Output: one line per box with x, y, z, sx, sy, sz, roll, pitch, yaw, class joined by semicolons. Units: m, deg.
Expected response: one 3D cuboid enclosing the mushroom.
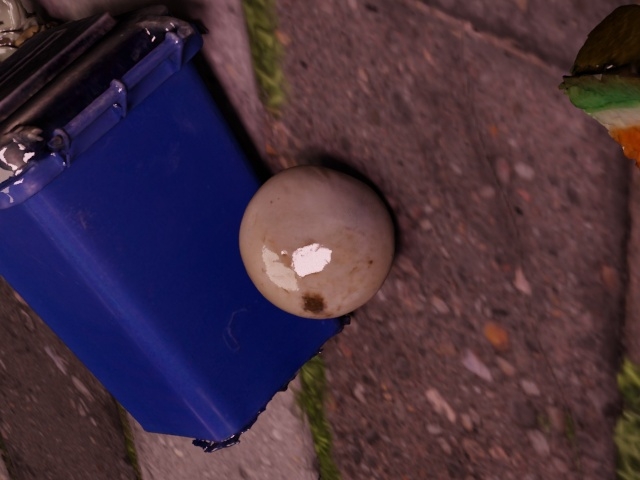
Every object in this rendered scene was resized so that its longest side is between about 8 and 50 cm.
0.000;0.000;0.947;0.085;0.085;0.079;49;-173;5;mushroom

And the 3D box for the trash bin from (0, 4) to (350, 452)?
-0.101;-0.005;0.996;0.184;0.162;0.234;-2;127;57;trash bin

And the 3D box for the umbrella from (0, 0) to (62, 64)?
-0.180;-0.097;1.099;0.067;0.062;0.143;-1;129;23;umbrella

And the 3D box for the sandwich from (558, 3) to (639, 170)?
0.209;-0.015;0.612;0.235;0.079;0.159;21;150;50;sandwich
